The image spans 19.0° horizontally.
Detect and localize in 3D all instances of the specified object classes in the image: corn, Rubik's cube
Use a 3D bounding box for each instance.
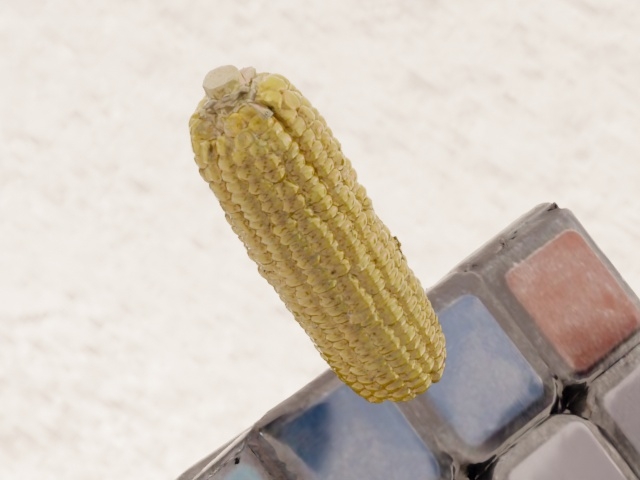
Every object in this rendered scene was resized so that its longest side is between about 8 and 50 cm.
[{"bbox_3d":[0.000,0.000,1.092,0.080,0.080,0.238,3,133,51],"label":"corn"},{"bbox_3d":[0.087,0.245,1.363,0.363,0.362,0.359,51,143,7],"label":"Rubik's cube"}]
